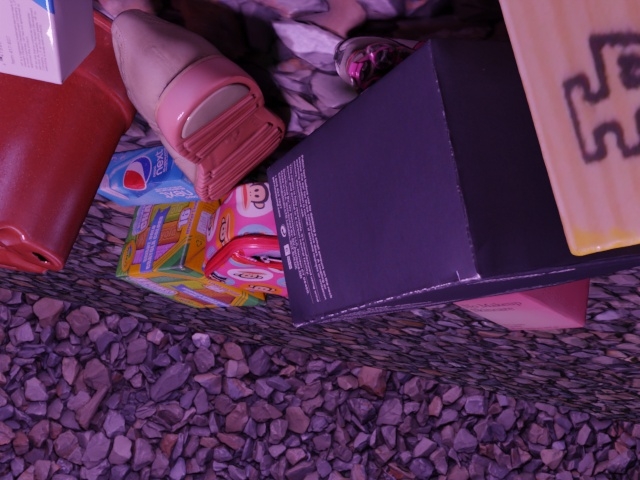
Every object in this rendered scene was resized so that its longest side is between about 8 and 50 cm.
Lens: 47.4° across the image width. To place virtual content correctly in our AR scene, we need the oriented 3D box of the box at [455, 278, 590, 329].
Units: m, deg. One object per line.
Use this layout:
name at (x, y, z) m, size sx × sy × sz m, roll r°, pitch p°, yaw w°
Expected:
box at (0.291, 0.047, 1.136) m, size 0.232 × 0.126 × 0.149 m, roll 24°, pitch 159°, yaw -32°

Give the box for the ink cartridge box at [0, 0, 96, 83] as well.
ink cartridge box at (-0.321, -0.242, 0.658) m, size 0.203 × 0.085 × 0.148 m, roll 13°, pitch 132°, yaw 3°

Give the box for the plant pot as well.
plant pot at (-0.362, -0.117, 0.852) m, size 0.273 × 0.265 × 0.272 m, roll 11°, pitch 161°, yaw 4°

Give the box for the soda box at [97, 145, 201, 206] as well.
soda box at (-0.261, -0.101, 1.147) m, size 0.210 × 0.067 × 0.071 m, roll -3°, pitch 157°, yaw 36°

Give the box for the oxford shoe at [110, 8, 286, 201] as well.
oxford shoe at (-0.140, -0.155, 0.877) m, size 0.146 × 0.140 × 0.397 m, roll 47°, pitch 171°, yaw 8°

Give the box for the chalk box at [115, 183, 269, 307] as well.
chalk box at (-0.225, 0.009, 1.270) m, size 0.180 × 0.179 × 0.289 m, roll 27°, pitch 157°, yaw -36°

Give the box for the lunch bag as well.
lunch bag at (0.000, 0.000, 1.015) m, size 0.293 × 0.120 × 0.258 m, roll 8°, pitch 160°, yaw -21°

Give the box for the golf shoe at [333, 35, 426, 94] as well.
golf shoe at (0.102, -0.173, 0.734) m, size 0.186 × 0.067 × 0.086 m, roll 8°, pitch -153°, yaw -25°

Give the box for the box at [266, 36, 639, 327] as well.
box at (0.172, -0.041, 0.698) m, size 0.343 × 0.178 × 0.312 m, roll -6°, pitch 171°, yaw -28°

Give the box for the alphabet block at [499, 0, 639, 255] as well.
alphabet block at (0.258, -0.115, 0.457) m, size 0.192 × 0.197 × 0.193 m, roll -15°, pitch 178°, yaw -35°
